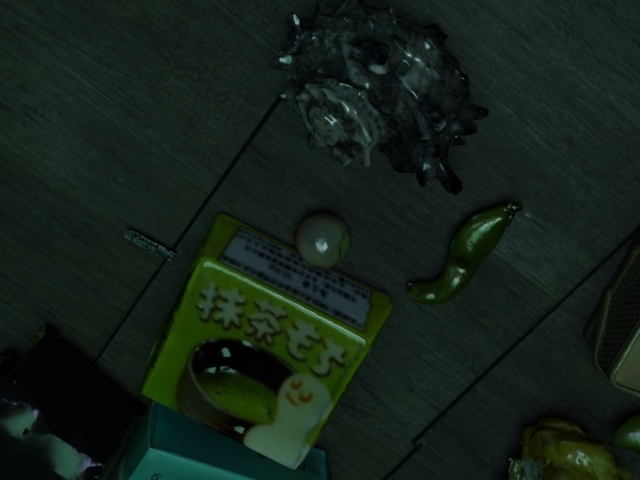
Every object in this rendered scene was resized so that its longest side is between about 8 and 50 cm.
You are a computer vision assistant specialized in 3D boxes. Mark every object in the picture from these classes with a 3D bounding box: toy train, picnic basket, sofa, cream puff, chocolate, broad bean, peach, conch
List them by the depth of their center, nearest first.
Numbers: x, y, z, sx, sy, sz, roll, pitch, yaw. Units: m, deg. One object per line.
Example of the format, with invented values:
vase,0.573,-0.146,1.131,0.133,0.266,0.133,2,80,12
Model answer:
conch,0.069,-0.176,0.926,0.313,0.186,0.240,24,139,-22
picnic basket,0.496,0.092,0.991,0.165,0.139,0.266,21,110,-2
peach,0.002,-0.001,1.039,0.083,0.083,0.083,2,110,5
broad bean,0.209,0.018,1.041,0.070,0.048,0.213,38,112,-9
chocolate,-0.088,0.159,1.072,0.301,0.137,0.288,26,110,-3
cream puff,0.386,0.387,1.096,0.195,0.194,0.221,15,115,0
toy train,-0.257,0.005,1.097,0.083,0.017,0.017,29,108,-6
broad bean,0.597,0.286,1.099,0.318,0.056,0.098,-11,102,4
sofa,-0.439,0.295,1.136,0.258,0.200,0.182,44,117,-12

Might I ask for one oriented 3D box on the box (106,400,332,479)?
box,-0.161,0.391,1.133,0.311,0.118,0.205,25,116,-19
